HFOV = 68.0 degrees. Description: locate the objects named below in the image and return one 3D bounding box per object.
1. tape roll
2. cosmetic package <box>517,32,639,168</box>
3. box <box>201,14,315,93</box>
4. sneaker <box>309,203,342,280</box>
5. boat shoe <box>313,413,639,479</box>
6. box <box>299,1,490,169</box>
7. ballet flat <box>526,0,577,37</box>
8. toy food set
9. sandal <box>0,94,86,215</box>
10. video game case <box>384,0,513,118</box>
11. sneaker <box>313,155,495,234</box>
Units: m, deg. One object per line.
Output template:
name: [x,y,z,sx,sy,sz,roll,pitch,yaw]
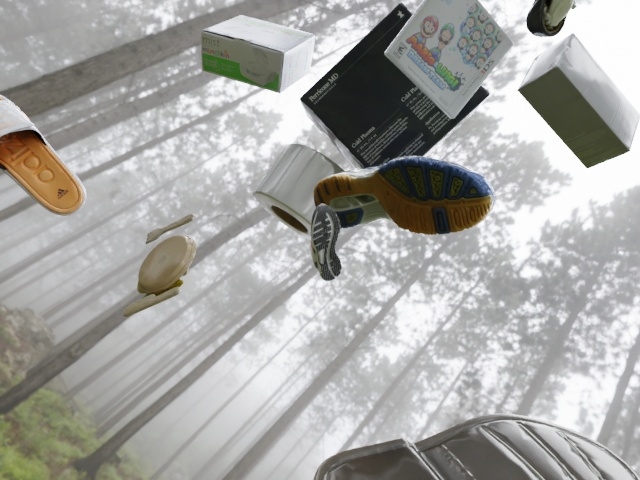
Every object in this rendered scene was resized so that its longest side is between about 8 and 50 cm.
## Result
tape roll: [-0.040,-0.125,1.308,0.246,0.169,0.246,32,-11,7]
cosmetic package: [0.527,-0.279,0.963,0.238,0.127,0.107,42,-29,-9]
box: [-0.182,-0.565,1.420,0.261,0.231,0.127,20,-50,11]
sneaker: [0.000,0.000,0.604,0.044,0.040,0.109,45,-34,47]
boat shoe: [0.123,0.220,0.384,0.111,0.307,0.105,-130,-131,-63]
box: [0.181,-0.345,1.215,0.312,0.343,0.179,48,4,3]
ballet flat: [0.385,-0.415,0.735,0.074,0.074,0.203,33,-43,24]
toy food set: [-0.266,0.046,0.828,0.132,0.192,0.038,-22,-47,19]
sandal: [-0.494,-0.153,0.773,0.265,0.102,0.076,44,-18,-11]
video game case: [0.194,-0.286,0.707,0.157,0.143,0.019,33,12,-28]
sneaker: [0.129,-0.081,0.719,0.296,0.131,0.112,7,-67,42]
